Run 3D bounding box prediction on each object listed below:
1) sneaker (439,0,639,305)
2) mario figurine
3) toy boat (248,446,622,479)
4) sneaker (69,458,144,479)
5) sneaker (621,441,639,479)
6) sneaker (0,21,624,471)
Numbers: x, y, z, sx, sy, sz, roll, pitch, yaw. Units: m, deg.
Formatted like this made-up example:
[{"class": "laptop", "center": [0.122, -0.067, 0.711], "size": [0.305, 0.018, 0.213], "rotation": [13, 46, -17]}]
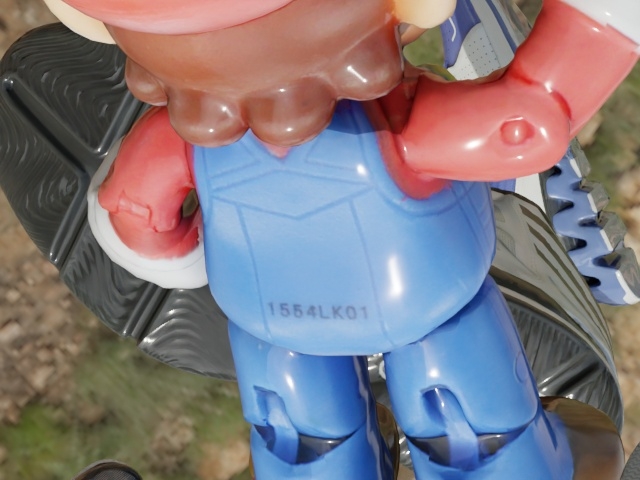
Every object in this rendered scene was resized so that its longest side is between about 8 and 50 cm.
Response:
[{"class": "sneaker", "center": [0.138, -0.060, 1.270], "size": [0.182, 0.315, 0.127], "rotation": [-24, 177, 18]}, {"class": "mario figurine", "center": [0.018, -0.045, 0.459], "size": [0.198, 0.170, 0.320], "rotation": [-19, 124, -7]}, {"class": "toy boat", "center": [0.074, 0.230, 1.165], "size": [0.318, 0.148, 0.267], "rotation": [25, 131, -27]}, {"class": "sneaker", "center": [-0.137, 0.211, 0.974], "size": [0.153, 0.101, 0.268], "rotation": [-46, -169, 25]}, {"class": "sneaker", "center": [0.265, 0.094, 0.825], "size": [0.258, 0.094, 0.091], "rotation": [-40, 119, -23]}, {"class": "sneaker", "center": [0.000, 0.001, 0.980], "size": [0.169, 0.447, 0.257], "rotation": [-59, 175, 16]}]
